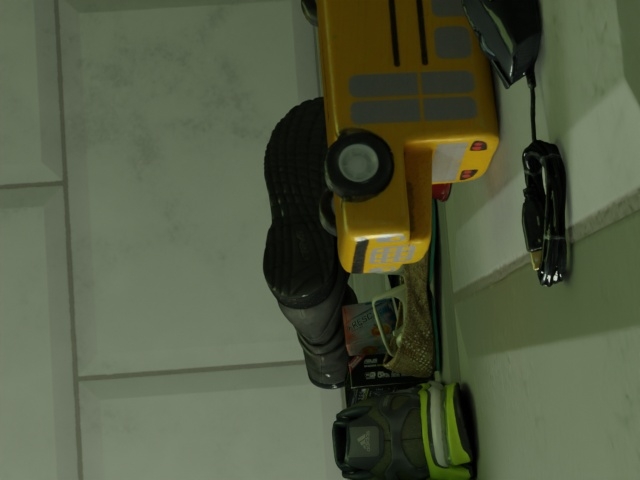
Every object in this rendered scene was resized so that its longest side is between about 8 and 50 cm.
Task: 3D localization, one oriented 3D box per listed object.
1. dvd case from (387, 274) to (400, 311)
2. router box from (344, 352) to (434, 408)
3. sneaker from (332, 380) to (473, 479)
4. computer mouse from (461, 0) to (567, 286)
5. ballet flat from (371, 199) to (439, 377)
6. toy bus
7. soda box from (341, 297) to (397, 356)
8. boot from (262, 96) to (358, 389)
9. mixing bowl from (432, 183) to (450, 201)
[{"bbox_3d":[0.094,-0.025,1.407,0.179,0.030,0.238,-98,5,-63],"label":"dvd case"},{"bbox_3d":[0.076,0.159,1.418,0.122,0.092,0.038,95,171,-70],"label":"router box"},{"bbox_3d":[0.071,0.191,1.239,0.300,0.121,0.111,97,169,-77],"label":"sneaker"},{"bbox_3d":[0.114,-0.088,0.763,0.071,0.041,0.242,95,170,-68],"label":"computer mouse"},{"bbox_3d":[0.086,0.045,1.285,0.073,0.067,0.206,-101,8,-78],"label":"ballet flat"},{"bbox_3d":[0.056,-0.148,0.954,0.108,0.130,0.332,97,168,-73],"label":"toy bus"},{"bbox_3d":[0.072,0.145,1.513,0.183,0.063,0.058,74,-171,-52],"label":"soda box"},{"bbox_3d":[0.000,0.000,1.589,0.222,0.118,0.338,72,-155,-51],"label":"boot"},{"bbox_3d":[0.064,-0.124,1.188,0.181,0.098,0.181,176,90,-88],"label":"mixing bowl"}]
